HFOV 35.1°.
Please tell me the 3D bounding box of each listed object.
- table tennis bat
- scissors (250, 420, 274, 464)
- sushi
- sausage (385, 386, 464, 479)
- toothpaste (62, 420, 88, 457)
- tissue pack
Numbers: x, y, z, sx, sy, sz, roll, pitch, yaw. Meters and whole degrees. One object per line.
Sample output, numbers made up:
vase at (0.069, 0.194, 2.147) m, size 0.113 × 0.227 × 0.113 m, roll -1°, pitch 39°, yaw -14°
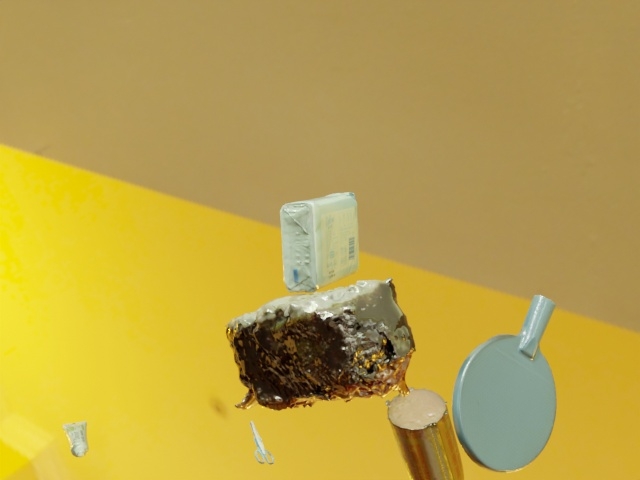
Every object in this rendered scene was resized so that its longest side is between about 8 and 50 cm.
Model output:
table tennis bat at (0.342, 0.248, 1.783) m, size 0.215 × 0.329 × 0.044 m, roll 32°, pitch -22°, yaw -18°
scissors at (-0.147, 0.485, 2.423) m, size 0.014 × 0.058 × 0.119 m, roll -44°, pitch -130°, yaw 25°
sushi at (-0.017, 0.166, 1.514) m, size 0.343 × 0.196 × 0.182 m, roll -20°, pitch -102°, yaw 53°
sausage at (0.232, 0.446, 2.044) m, size 0.125 × 0.117 × 0.317 m, roll 14°, pitch -45°, yaw 44°
toothpaste at (-0.459, 0.372, 1.909) m, size 0.197 × 0.048 × 0.029 m, roll -158°, pitch -117°, yaw -72°
tissue pack at (0.000, 0.000, 2.045) m, size 0.089 × 0.263 × 0.177 m, roll -1°, pitch -84°, yaw 21°
